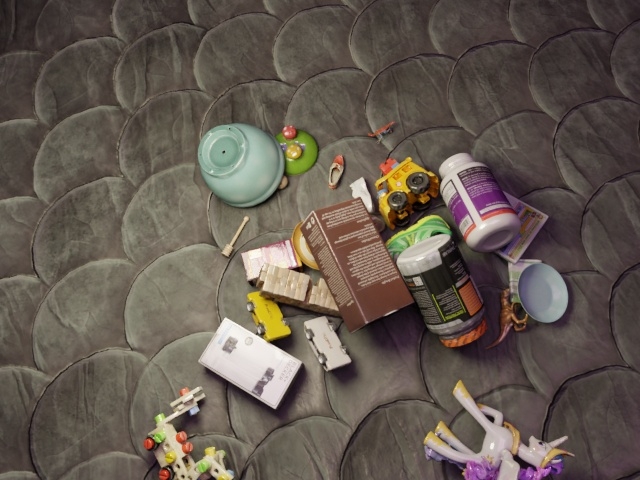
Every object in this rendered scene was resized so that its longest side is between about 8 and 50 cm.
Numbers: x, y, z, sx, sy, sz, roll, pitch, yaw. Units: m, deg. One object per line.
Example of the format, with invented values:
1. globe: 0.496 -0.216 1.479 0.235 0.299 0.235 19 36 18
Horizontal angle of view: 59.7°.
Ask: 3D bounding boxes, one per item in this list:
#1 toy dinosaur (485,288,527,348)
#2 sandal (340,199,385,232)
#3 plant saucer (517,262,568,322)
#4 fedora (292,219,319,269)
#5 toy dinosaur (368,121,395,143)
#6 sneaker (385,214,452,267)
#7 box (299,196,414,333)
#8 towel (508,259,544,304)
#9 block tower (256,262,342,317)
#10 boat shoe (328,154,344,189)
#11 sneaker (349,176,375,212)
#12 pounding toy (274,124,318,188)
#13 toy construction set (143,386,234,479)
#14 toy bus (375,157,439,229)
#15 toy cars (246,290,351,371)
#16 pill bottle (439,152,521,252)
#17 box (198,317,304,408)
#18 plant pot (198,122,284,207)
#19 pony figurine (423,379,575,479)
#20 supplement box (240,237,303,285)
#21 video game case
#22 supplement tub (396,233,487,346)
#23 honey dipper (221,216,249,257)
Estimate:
1. toy dinosaur: 0.605 0.265 1.802 0.112 0.064 0.211 8 70 18
2. sandal: 0.141 -0.083 1.932 0.180 0.049 0.072 36 76 13
3. plant saucer: 0.710 0.171 1.807 0.195 0.037 0.195 5 75 -18
4. fedora: 0.000 0.000 1.858 0.194 0.079 0.194 15 58 -25
5. toy dinosaur: 0.215 -0.401 2.030 0.082 0.090 0.047 -15 51 -35
6. sneaker: 0.310 0.026 1.845 0.295 0.109 0.123 -36 48 -10
7. box: 0.110 0.073 1.742 0.191 0.143 0.381 -18 74 -28
8. towel: 0.684 0.135 1.852 0.113 0.023 0.152 2 72 4
9. block tower: -0.037 0.168 1.789 0.335 0.097 0.091 16 69 -9
10. boat shoe: 0.056 -0.250 1.996 0.049 0.043 0.137 13 71 8
11. sneaker: 0.149 -0.150 1.953 0.061 0.054 0.152 -24 55 9
12. pounding toy: -0.120 -0.319 1.990 0.183 0.110 0.237 42 77 14
13. toy construction set: -0.395 0.609 1.667 0.215 0.151 0.328 -35 64 16
14. toy bus: 0.264 -0.180 1.921 0.220 0.149 0.211 -39 61 -8
15. toy cars: -0.079 0.299 1.791 0.393 0.087 0.176 25 44 7
16. pill bottle: 0.514 -0.131 1.847 0.181 0.181 0.323 -17 58 -3
17. box: -0.216 0.389 1.767 0.290 0.087 0.169 29 75 11
18. plant pot: -0.294 -0.276 1.897 0.293 0.196 0.293 -4 79 18
19. pony figurine: 0.488 0.629 1.588 0.363 0.303 0.351 27 65 26
20. supplement box: -0.162 0.073 1.875 0.188 0.081 0.104 -16 72 -4
21. video game case: 0.635 -0.050 1.903 0.193 0.023 0.212 34 75 21
22. supplement tub: 0.382 0.156 1.726 0.193 0.193 0.316 -27 98 -7
23. honey dipper: -0.292 -0.016 1.937 0.030 0.030 0.161 25 73 10
